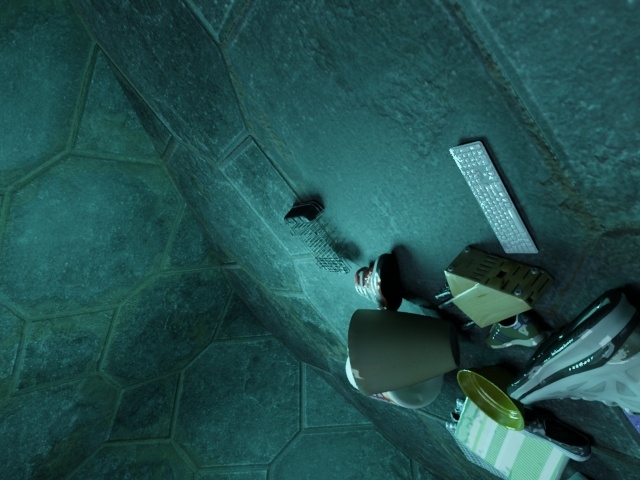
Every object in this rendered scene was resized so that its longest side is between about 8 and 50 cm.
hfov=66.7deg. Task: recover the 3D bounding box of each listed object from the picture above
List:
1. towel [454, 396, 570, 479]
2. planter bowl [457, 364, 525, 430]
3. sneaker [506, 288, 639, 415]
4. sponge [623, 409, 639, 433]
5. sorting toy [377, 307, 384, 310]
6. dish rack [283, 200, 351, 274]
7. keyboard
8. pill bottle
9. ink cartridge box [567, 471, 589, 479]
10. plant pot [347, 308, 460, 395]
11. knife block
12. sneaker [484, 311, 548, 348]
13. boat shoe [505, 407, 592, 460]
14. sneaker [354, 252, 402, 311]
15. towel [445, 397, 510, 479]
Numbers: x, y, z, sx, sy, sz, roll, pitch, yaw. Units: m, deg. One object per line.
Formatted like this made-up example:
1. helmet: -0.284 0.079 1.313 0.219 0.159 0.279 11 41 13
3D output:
1. towel: 0.577 0.608 1.483 0.325 0.038 0.247 30 120 40
2. planter bowl: 0.498 0.417 1.362 0.217 0.090 0.217 43 158 22
3. sneaker: 0.546 0.294 0.941 0.257 0.169 0.447 41 156 20
4. sponge: 0.734 0.423 1.004 0.210 0.031 0.117 51 159 -10
5. sorting toy: 0.225 0.251 1.662 0.102 0.042 0.061 36 157 28
6. dish rack: 0.000 0.000 1.613 0.271 0.074 0.208 51 160 -16
7. keyboard: 0.328 -0.074 0.916 0.256 0.014 0.072 54 158 -20
8. pill bottle: 0.248 0.467 1.754 0.224 0.224 0.392 48 159 -4
9. ink cartridge box: 0.798 0.786 1.376 0.148 0.086 0.203 60 171 -14
10. plant pot: 0.253 0.310 1.413 0.274 0.256 0.256 -11 127 24
11. knife block: 0.383 0.139 1.094 0.276 0.088 0.242 21 148 48
12. sneaker: 0.439 0.201 1.142 0.086 0.064 0.192 55 159 1
13. boat shoe: 0.619 0.511 1.328 0.228 0.080 0.076 27 143 42
14. sneaker: 0.160 0.112 1.472 0.145 0.090 0.270 29 156 34
15. towel: 0.585 0.707 1.681 0.235 0.121 0.283 9 138 57
